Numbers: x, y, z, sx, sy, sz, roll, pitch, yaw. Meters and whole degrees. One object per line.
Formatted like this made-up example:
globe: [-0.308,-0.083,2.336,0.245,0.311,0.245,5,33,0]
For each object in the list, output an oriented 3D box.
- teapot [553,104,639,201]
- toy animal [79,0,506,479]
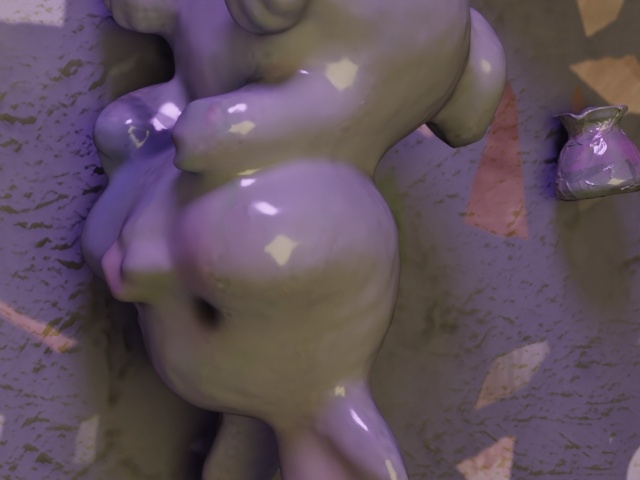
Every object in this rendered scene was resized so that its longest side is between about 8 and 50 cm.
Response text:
teapot: [0.195,-0.062,1.173,0.083,0.064,0.064,-10,92,-62]
toy animal: [-0.008,-0.004,0.976,0.241,0.196,0.368,10,86,-32]
